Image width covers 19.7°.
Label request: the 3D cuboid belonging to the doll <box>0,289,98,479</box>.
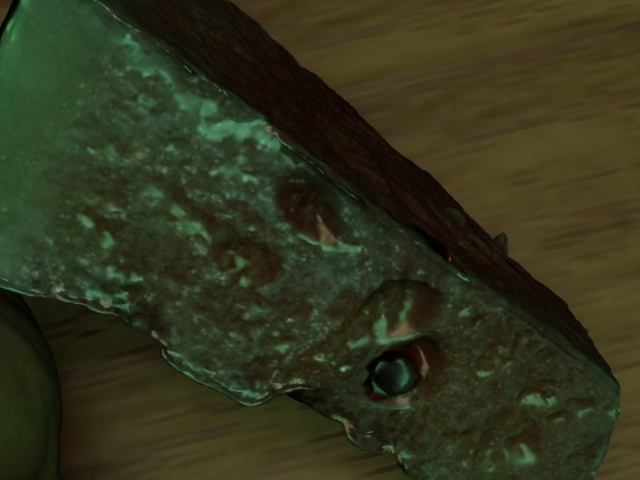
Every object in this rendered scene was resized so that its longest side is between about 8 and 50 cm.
[{"bbox_3d":[-0.148,0.129,0.507,0.247,0.247,0.350,-31,72,-8],"label":"doll"}]

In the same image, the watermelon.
[{"bbox_3d":[0.000,0.000,0.597,0.241,0.154,0.094,36,110,-4],"label":"watermelon"}]
